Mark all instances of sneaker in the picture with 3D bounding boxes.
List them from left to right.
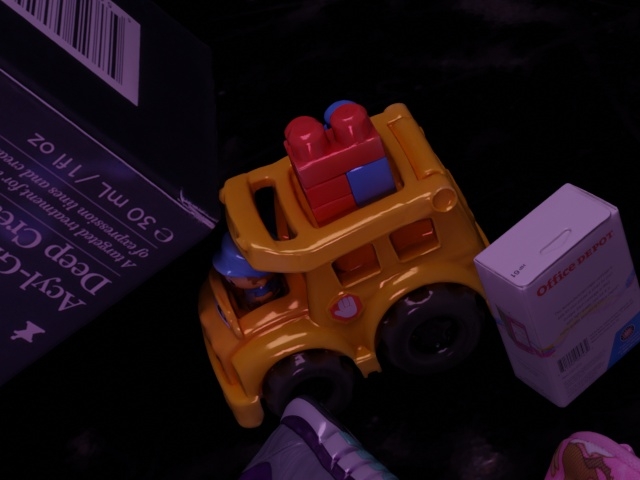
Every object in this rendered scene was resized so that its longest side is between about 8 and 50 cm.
[{"bbox_3d":[0.020,0.191,1.055,0.098,0.083,0.224,-46,35,-4],"label":"sneaker"}]

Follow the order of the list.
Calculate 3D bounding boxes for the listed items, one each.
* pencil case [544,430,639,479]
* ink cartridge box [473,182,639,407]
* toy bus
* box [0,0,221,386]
[{"bbox_3d":[0.079,0.279,0.810,0.167,0.160,0.386,38,80,18],"label":"pencil case"},{"bbox_3d":[0.163,0.036,1.102,0.088,0.122,0.052,-38,44,-16],"label":"ink cartridge box"},{"bbox_3d":[0.000,0.000,1.150,0.220,0.211,0.149,-25,43,1],"label":"toy bus"},{"bbox_3d":[-0.314,-0.050,1.183,0.395,0.293,0.212,-35,37,25],"label":"box"}]
